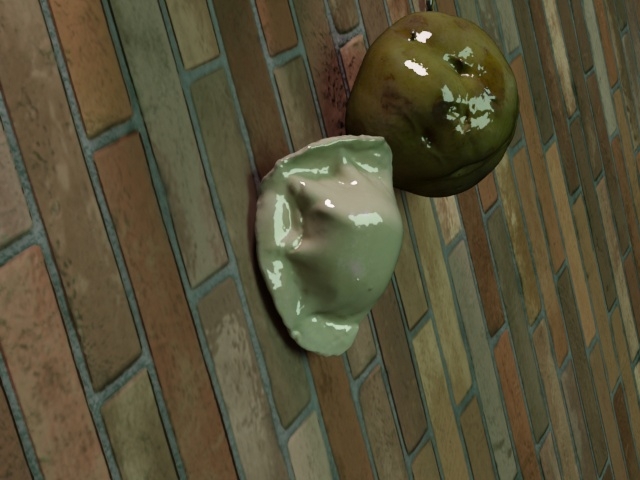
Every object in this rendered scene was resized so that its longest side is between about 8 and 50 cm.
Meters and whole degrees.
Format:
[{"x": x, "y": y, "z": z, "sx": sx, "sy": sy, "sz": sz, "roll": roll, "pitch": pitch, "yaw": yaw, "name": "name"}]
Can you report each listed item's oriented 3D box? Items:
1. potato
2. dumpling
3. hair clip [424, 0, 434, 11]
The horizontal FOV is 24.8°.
[{"x": 0.158, "y": -0.162, "z": 1.856, "sx": 0.351, "sy": 0.203, "sz": 0.218, "roll": 28, "pitch": 70, "yaw": -69, "name": "potato"}, {"x": 0.000, "y": 0.000, "z": 1.596, "sx": 0.179, "sy": 0.131, "sz": 0.252, "roll": 9, "pitch": 96, "yaw": -44, "name": "dumpling"}, {"x": 0.165, "y": -0.439, "z": 2.124, "sx": 0.062, "sy": 0.056, "sz": 0.213, "roll": 171, "pitch": -90, "yaw": -82, "name": "hair clip"}]
